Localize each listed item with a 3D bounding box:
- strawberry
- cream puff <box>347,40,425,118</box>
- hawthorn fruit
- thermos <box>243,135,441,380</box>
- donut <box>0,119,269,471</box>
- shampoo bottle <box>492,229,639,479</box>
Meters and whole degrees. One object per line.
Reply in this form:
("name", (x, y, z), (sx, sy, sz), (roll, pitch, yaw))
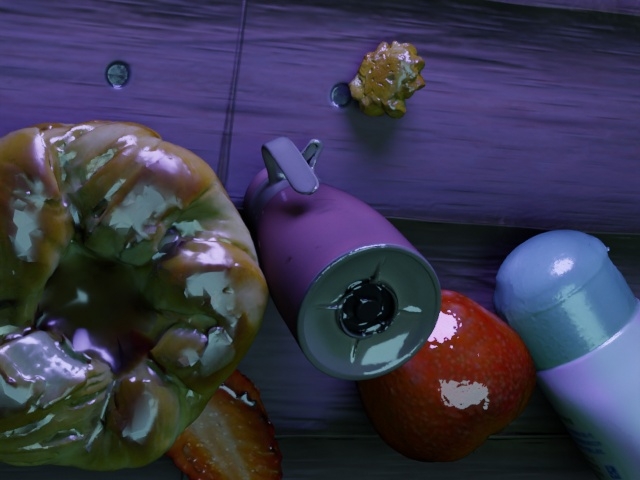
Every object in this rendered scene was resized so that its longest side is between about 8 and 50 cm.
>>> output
("strawberry", (-0.108, 0.208, 1.799), (0.121, 0.082, 0.188), (-21, 120, 1))
("cream puff", (0.074, -0.170, 1.807), (0.058, 0.083, 0.083), (-9, 97, -68))
("hawthorn fruit", (0.120, 0.125, 1.829), (0.196, 0.196, 0.225), (-36, 93, -14))
("thermos", (0.000, 0.000, 1.686), (0.146, 0.265, 0.176), (-21, 124, -10))
("donut", (-0.234, 0.056, 1.632), (0.360, 0.170, 0.360), (-2, 98, -14))
("shampoo bottle", (0.322, 0.146, 1.912), (0.151, 0.222, 0.349), (-33, 101, 4))
